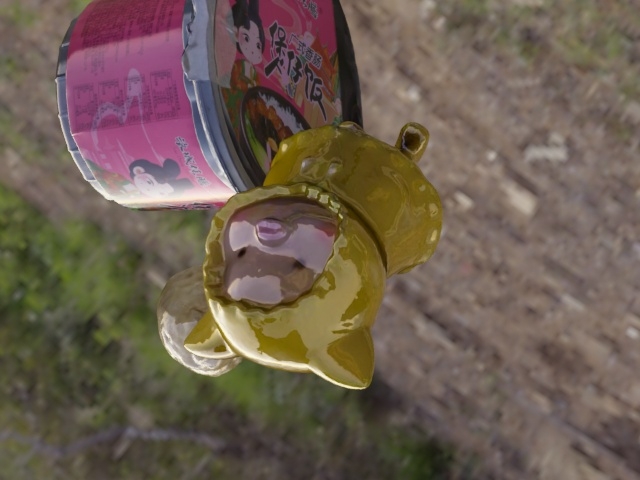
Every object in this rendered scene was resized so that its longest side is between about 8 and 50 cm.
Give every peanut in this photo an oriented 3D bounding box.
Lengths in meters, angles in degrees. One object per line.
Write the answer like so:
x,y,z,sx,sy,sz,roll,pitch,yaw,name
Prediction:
-0.111,0.079,1.849,0.103,0.098,0.229,48,179,6,peanut

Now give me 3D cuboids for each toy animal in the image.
0.004,0.001,1.337,0.156,0.230,0.156,20,143,16,toy animal

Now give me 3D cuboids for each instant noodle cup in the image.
-0.102,-0.125,1.553,0.181,0.258,0.302,-7,125,28,instant noodle cup
